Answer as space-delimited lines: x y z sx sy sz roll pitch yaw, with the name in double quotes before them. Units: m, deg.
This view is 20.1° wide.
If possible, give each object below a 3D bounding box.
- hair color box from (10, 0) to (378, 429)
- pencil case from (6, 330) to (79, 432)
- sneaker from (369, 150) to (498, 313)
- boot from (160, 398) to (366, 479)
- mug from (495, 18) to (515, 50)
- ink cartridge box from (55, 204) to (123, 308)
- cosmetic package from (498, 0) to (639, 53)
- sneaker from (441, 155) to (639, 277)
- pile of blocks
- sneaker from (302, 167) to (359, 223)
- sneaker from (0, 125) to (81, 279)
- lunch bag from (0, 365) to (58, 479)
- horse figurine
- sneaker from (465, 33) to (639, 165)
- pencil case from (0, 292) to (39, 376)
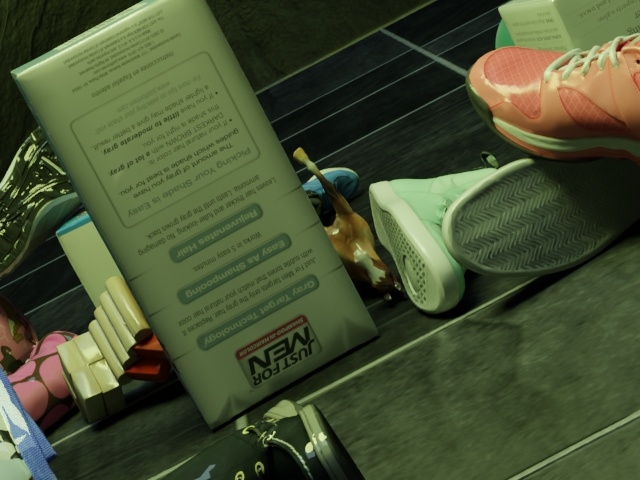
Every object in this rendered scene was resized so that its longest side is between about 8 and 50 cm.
"hair color box" -0.117 -0.035 1.695 0.185 0.374 0.113 -29 12 -8
"pencil case" -0.339 0.181 1.978 0.098 0.095 0.209 22 36 26
"sneaker" 0.141 -0.015 1.746 0.151 0.094 0.256 -12 22 -4
"boot" -0.063 0.195 1.313 0.178 0.085 0.236 -32 6 -9
"mug" 0.311 -0.254 2.290 0.158 0.129 0.097 -33 16 -25
"ink cartridge box" -0.191 -0.009 2.263 0.171 0.168 0.232 -25 13 17
"cosmetic package" 0.314 -0.205 1.935 0.151 0.183 0.151 -30 11 -12
"sneaker" 0.217 -0.042 1.678 0.292 0.108 0.169 -21 7 -20
"pile of blocks" -0.145 0.066 1.867 0.149 0.112 0.362 7 -54 -40
"sneaker" -0.003 -0.048 2.299 0.152 0.058 0.084 -15 23 -25
"sneaker" -0.349 -0.052 2.204 0.271 0.100 0.108 -47 -3 -20
"lunch bag" -0.390 0.230 1.524 0.328 0.239 0.385 -26 16 -12
"horse figurine" 0.000 0.000 1.893 0.066 0.174 0.263 -43 3 -19
"sneaker" 0.268 -0.135 1.542 0.314 0.136 0.116 20 43 30
"pencil case" -0.528 0.184 2.232 0.386 0.160 0.167 -22 48 22
